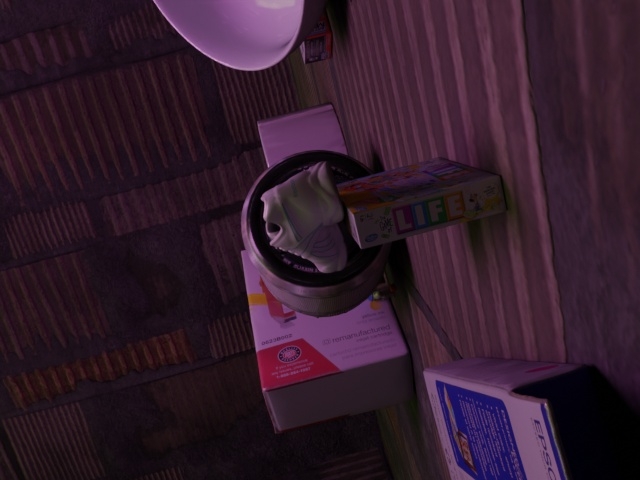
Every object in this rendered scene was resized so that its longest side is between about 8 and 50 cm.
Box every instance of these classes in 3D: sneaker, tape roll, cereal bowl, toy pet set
[{"bbox_3d":[-0.012,-0.012,0.515,0.152,0.061,0.054,76,177,-65],"label":"sneaker"},{"bbox_3d":[-0.030,-0.167,1.417,0.246,0.169,0.246,165,90,-89],"label":"tape roll"},{"bbox_3d":[-0.116,-0.425,0.905,0.339,0.141,0.339,27,144,22],"label":"cereal bowl"},{"bbox_3d":[0.089,0.060,1.185,0.114,0.065,0.122,80,175,-68],"label":"toy pet set"}]

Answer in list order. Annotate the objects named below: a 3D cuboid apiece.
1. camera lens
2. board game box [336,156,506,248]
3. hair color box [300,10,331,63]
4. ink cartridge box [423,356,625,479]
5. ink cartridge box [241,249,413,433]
[{"bbox_3d":[0.000,0.000,1.005,0.274,0.219,0.219,81,174,-74],"label":"camera lens"},{"bbox_3d":[0.067,-0.034,0.502,0.154,0.103,0.026,-115,10,-77],"label":"board game box"},{"bbox_3d":[-0.025,-0.410,1.124,0.093,0.053,0.167,92,165,-80],"label":"hair color box"},{"bbox_3d":[0.145,0.175,0.442,0.371,0.069,0.176,71,-176,-81],"label":"ink cartridge box"},{"bbox_3d":[0.001,0.162,1.315,0.385,0.279,0.160,-107,4,-48],"label":"ink cartridge box"}]
